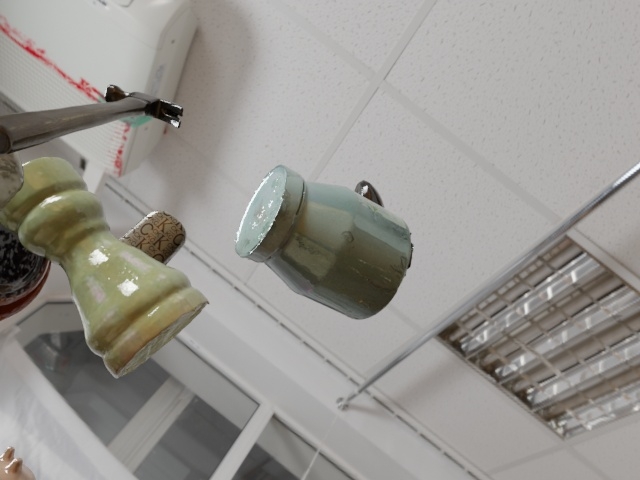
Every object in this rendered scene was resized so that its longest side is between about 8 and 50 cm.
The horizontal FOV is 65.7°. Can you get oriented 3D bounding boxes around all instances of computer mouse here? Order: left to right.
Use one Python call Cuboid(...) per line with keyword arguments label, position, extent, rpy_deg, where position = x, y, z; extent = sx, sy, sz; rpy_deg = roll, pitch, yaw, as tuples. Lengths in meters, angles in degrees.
Cuboid(label="computer mouse", position=(0.115, -0.015, 1.258), extent=(0.087, 0.137, 0.269), rpy_deg=(9, -79, -10))

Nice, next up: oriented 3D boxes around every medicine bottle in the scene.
Cuboid(label="medicine bottle", position=(0.000, 0.000, 0.998), extent=(0.290, 0.244, 0.245), rpy_deg=(27, -42, -26))

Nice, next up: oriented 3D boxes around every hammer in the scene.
Cuboid(label="hammer", position=(-0.358, -0.194, 0.776), extent=(0.168, 0.440, 0.044), rpy_deg=(16, -68, 2))

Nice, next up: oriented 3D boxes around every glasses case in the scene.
Cuboid(label="glasses case", position=(-0.523, 0.067, 1.373), extent=(0.137, 0.354, 0.085), rpy_deg=(41, -13, 0))

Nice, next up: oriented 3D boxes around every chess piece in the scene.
Cuboid(label="chess piece", position=(-0.459, 0.041, 1.020), extent=(0.442, 0.234, 0.234), rpy_deg=(48, -47, 4))

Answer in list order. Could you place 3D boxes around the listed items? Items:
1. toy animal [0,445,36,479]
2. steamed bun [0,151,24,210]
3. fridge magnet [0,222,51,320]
Cuboid(label="toy animal", position=(-0.661, 0.533, 0.975), extent=(0.149, 0.247, 0.165), rpy_deg=(24, -1, -40))
Cuboid(label="steamed bun", position=(-0.659, -0.056, 0.712), extent=(0.247, 0.383, 0.236), rpy_deg=(33, -11, 25))
Cuboid(label="fridge magnet", position=(-0.823, 0.024, 1.210), extent=(0.155, 0.363, 0.363), rpy_deg=(-6, -61, 28))
